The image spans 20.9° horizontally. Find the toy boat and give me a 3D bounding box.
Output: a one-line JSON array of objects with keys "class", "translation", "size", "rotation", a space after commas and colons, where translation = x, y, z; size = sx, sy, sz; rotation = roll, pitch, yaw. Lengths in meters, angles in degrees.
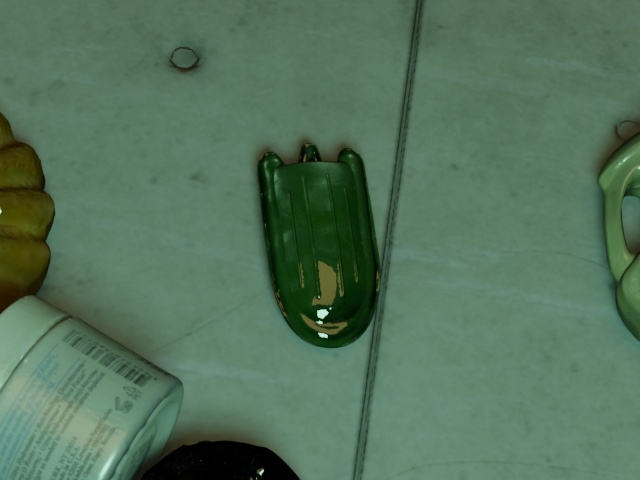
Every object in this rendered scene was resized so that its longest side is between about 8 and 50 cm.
[{"class": "toy boat", "translation": [0.000, 0.000, 1.598], "size": [0.104, 0.052, 0.210], "rotation": [-3, 63, -11]}]

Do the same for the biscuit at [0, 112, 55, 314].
[{"class": "biscuit", "translation": [-0.398, -0.016, 1.534], "size": [0.326, 0.107, 0.325], "rotation": [1, 62, -2]}]

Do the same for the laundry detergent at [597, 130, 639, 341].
[{"class": "laundry detergent", "translation": [0.353, -0.026, 1.631], "size": [0.181, 0.091, 0.253], "rotation": [-1, 62, -1]}]

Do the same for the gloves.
[{"class": "gloves", "translation": [-0.100, 0.260, 1.401], "size": [0.164, 0.124, 0.203], "rotation": [36, 45, -18]}]

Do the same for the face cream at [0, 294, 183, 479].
[{"class": "face cream", "translation": [-0.214, 0.156, 1.416], "size": [0.153, 0.177, 0.177], "rotation": [30, 62, 7]}]
